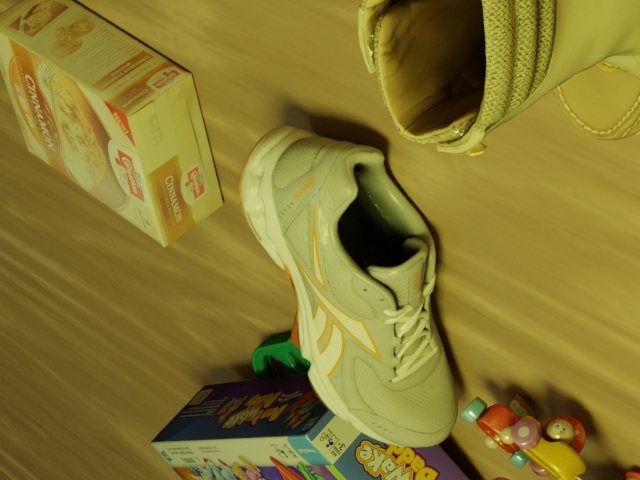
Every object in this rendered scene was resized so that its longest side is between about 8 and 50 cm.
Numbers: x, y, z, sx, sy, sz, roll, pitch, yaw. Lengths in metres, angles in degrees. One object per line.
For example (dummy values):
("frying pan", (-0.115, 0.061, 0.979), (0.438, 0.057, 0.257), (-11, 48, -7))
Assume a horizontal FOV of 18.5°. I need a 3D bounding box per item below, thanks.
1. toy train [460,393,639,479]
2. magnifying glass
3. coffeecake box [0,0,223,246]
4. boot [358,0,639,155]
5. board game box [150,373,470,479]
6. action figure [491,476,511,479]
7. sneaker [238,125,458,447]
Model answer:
("toy train", (0.174, 0.155, 1.350), (0.166, 0.046, 0.125), (42, 172, 9))
("magnifying glass", (-0.013, 0.093, 1.623), (0.092, 0.026, 0.231), (45, 157, 16))
("coffeecake box", (-0.172, -0.101, 1.577), (0.185, 0.068, 0.142), (33, 149, 36))
("boot", (0.106, -0.098, 0.907), (0.095, 0.203, 0.262), (45, 154, 17))
("board game box", (0.016, 0.222, 1.643), (0.233, 0.078, 0.347), (49, 157, -12))
("action figure", (0.187, 0.284, 1.326), (0.280, 0.139, 0.091), (47, 171, -7))
("sneaker", (0.041, 0.043, 1.367), (0.121, 0.099, 0.262), (6, 131, 53))
